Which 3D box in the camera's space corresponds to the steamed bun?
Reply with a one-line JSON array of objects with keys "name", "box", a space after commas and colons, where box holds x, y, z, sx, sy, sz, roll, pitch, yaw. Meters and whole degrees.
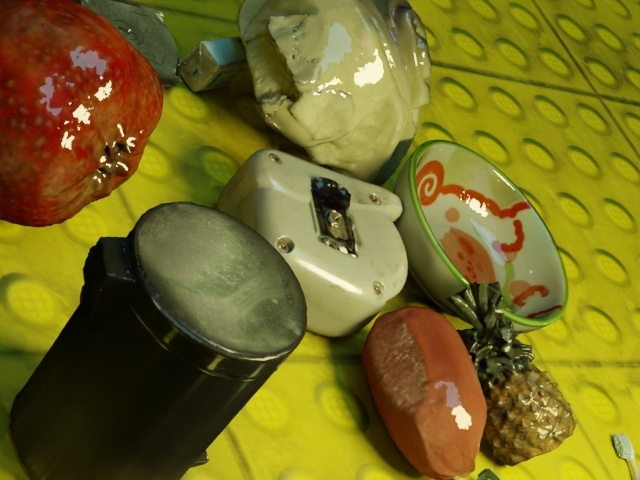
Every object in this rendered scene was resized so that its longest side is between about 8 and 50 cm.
[{"name": "steamed bun", "box": [0.050, -0.259, 2.373, 0.346, 0.237, 0.394, 54, 17, -8]}]

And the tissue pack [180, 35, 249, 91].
[{"name": "tissue pack", "box": [-0.154, -0.259, 2.379, 0.094, 0.074, 0.059, -17, 70, -55]}]

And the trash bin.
[{"name": "trash bin", "box": [-0.177, 0.131, 1.676, 0.252, 0.301, 0.203, 14, 42, -32]}]

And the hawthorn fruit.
[{"name": "hawthorn fruit", "box": [-0.361, -0.175, 1.915, 0.330, 0.287, 0.287, 34, 30, 16]}]

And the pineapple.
[{"name": "pineapple", "box": [0.244, 0.173, 2.174, 0.128, 0.128, 0.248, -23, 87, -55]}]

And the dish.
[{"name": "dish", "box": [0.210, 0.017, 2.384, 0.324, 0.124, 0.324, 31, 37, -27]}]

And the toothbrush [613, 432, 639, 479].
[{"name": "toothbrush", "box": [0.455, 0.378, 2.291, 0.027, 0.021, 0.269, 12, 40, -19]}]

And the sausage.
[{"name": "sausage", "box": [0.134, 0.185, 2.076, 0.148, 0.148, 0.254, 18, 32, -32]}]

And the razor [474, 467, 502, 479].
[{"name": "razor", "box": [0.203, 0.350, 2.055, 0.068, 0.040, 0.135, 43, 37, 5]}]

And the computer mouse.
[{"name": "computer mouse", "box": [-0.282, -0.276, 2.272, 0.231, 0.071, 0.126, 11, 55, -51]}]

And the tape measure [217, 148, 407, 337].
[{"name": "tape measure", "box": [0.000, 0.000, 2.177, 0.258, 0.130, 0.265, 21, 38, -32]}]
